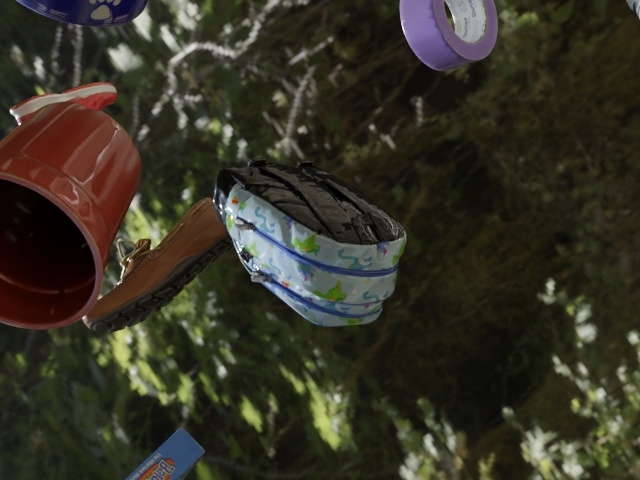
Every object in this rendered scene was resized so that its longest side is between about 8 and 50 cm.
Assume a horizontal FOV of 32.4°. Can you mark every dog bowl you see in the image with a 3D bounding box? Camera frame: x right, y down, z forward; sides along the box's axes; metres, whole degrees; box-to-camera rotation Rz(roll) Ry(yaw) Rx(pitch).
[{"bbox_3d":[-0.383,-0.454,1.724,0.265,0.104,0.265,17,-141,-15],"label":"dog bowl"}]

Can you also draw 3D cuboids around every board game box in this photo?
[{"bbox_3d":[-0.234,0.330,1.414,0.047,0.160,0.210,45,155,5],"label":"board game box"}]

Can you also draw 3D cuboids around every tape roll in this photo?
[{"bbox_3d":[0.237,-0.413,2.021,0.189,0.080,0.189,9,-104,-43],"label":"tape roll"}]

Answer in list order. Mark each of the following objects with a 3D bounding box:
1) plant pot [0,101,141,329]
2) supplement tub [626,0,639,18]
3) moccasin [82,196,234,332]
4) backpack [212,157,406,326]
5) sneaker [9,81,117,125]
[{"bbox_3d":[-0.401,-0.058,1.622,0.272,0.272,0.265,53,-148,-23],"label":"plant pot"},{"bbox_3d":[0.610,-0.384,1.751,0.272,0.191,0.191,58,-170,18],"label":"supplement tub"},{"bbox_3d":[-0.347,0.048,2.306,0.147,0.380,0.139,45,167,14],"label":"moccasin"},{"bbox_3d":[0.000,0.000,2.005,0.290,0.273,0.355,2,-172,-39],"label":"backpack"},{"bbox_3d":[-0.417,-0.189,1.862,0.221,0.087,0.128,-25,-84,-49],"label":"sneaker"}]
